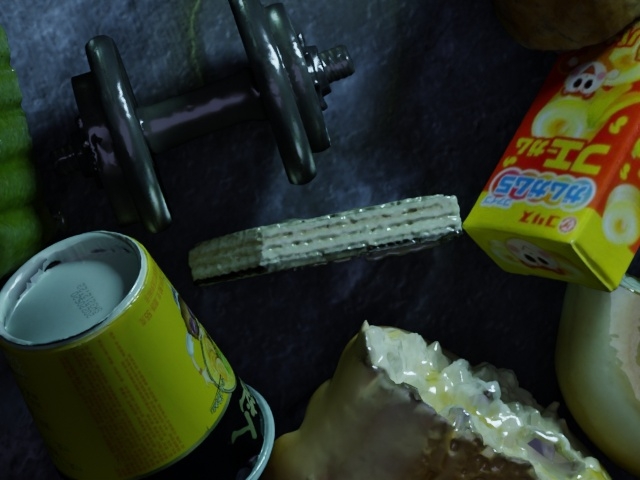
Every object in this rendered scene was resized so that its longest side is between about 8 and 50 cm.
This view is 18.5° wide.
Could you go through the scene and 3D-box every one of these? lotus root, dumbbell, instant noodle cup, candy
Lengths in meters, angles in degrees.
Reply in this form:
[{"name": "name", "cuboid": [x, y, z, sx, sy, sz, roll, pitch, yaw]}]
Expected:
[{"name": "lotus root", "cuboid": [0.219, -0.297, 1.782, 0.199, 0.180, 0.188, -34, 54, 5]}, {"name": "dumbbell", "cuboid": [-0.109, -0.120, 1.794, 0.290, 0.192, 0.192, -19, 94, -1]}, {"name": "instant noodle cup", "cuboid": [-0.179, 0.124, 1.751, 0.215, 0.215, 0.236, -27, 126, -2]}, {"name": "candy", "cuboid": [0.259, -0.093, 1.801, 0.088, 0.146, 0.276, 43, 70, -38]}]

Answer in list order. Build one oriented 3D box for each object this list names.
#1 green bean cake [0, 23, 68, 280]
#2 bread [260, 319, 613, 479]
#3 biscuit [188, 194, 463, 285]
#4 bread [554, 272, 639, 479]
[{"name": "green bean cake", "cuboid": [-0.387, -0.066, 1.762, 0.247, 0.156, 0.250, -10, 95, 21]}, {"name": "bread", "cuboid": [0.113, 0.229, 1.823, 0.316, 0.211, 0.270, 31, 114, 1]}, {"name": "biscuit", "cuboid": [0.000, 0.000, 1.829, 0.252, 0.150, 0.052, -11, 87, -2]}, {"name": "bread", "cuboid": [0.378, 0.081, 1.854, 0.333, 0.160, 0.333, 0, 95, -2]}]
